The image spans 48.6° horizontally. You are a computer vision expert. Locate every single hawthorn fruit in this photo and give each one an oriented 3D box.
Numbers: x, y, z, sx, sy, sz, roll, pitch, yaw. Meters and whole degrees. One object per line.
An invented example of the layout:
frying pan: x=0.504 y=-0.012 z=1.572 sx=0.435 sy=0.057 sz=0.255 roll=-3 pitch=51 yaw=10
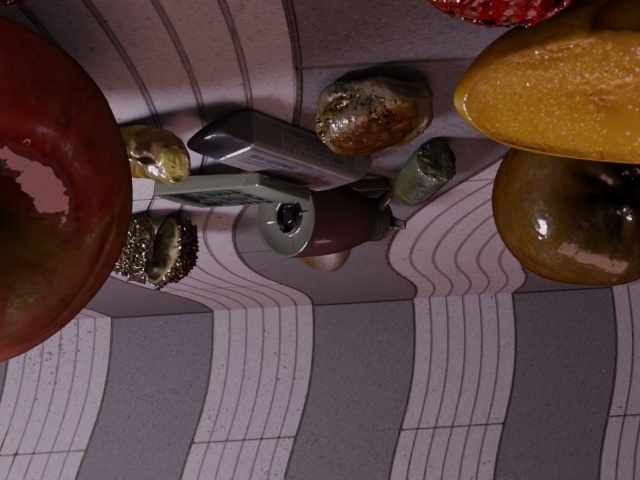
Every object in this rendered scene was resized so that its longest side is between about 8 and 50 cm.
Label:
hawthorn fruit: x=0.391 y=-0.065 z=1.089 sx=0.267 sy=0.268 sz=0.301 roll=1 pitch=176 yaw=-17

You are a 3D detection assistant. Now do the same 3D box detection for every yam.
yam: x=0.175 y=-0.109 z=1.209 sx=0.078 sy=0.078 sz=0.179 roll=-2 pitch=166 yaw=-8

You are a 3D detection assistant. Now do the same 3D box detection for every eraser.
eraser: x=-0.050 y=-0.131 z=1.091 sx=0.089 sy=0.061 sz=0.352 roll=-13 pitch=163 yaw=38

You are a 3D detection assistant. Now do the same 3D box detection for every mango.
mango: x=0.310 y=-0.169 z=0.711 sx=0.350 sy=0.201 sz=0.199 roll=-10 pitch=174 yaw=16

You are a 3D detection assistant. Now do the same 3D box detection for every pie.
pie: x=0.074 y=-0.164 z=0.961 sx=0.163 sy=0.079 sz=0.193 roll=-7 pitch=167 yaw=-1

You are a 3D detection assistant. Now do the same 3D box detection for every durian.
durian: x=-0.345 y=0.014 z=1.472 sx=0.196 sy=0.167 sz=0.196 roll=21 pitch=175 yaw=2

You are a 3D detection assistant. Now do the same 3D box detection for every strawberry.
strawberry: x=0.163 y=-0.244 z=0.640 sx=0.192 sy=0.085 sz=0.140 roll=7 pitch=165 yaw=-33

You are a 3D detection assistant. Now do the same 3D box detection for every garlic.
garlic: x=0.003 y=-0.002 z=1.609 sx=0.148 sy=0.129 sz=0.266 roll=-13 pitch=158 yaw=-13

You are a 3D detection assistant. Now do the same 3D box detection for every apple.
apple: x=-0.385 y=-0.054 z=0.726 sx=0.363 sy=0.364 sz=0.364 roll=-3 pitch=166 yaw=-1

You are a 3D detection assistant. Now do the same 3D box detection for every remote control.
remote control: x=-0.152 y=-0.081 z=1.186 sx=0.285 sy=0.038 sz=0.123 roll=3 pitch=174 yaw=41

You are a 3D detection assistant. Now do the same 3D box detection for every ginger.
ginger: x=-0.264 y=-0.126 z=1.004 sx=0.115 sy=0.081 sz=0.205 roll=35 pitch=162 yaw=-33

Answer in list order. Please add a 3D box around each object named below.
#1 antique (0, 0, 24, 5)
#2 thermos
antique: x=-0.257 y=-0.231 z=0.548 sx=0.104 sy=0.104 sz=0.104 roll=-3 pitch=166 yaw=-1
thermos: x=0.034 y=-0.050 z=1.324 sx=0.265 sy=0.146 sz=0.176 roll=-1 pitch=143 yaw=-46
